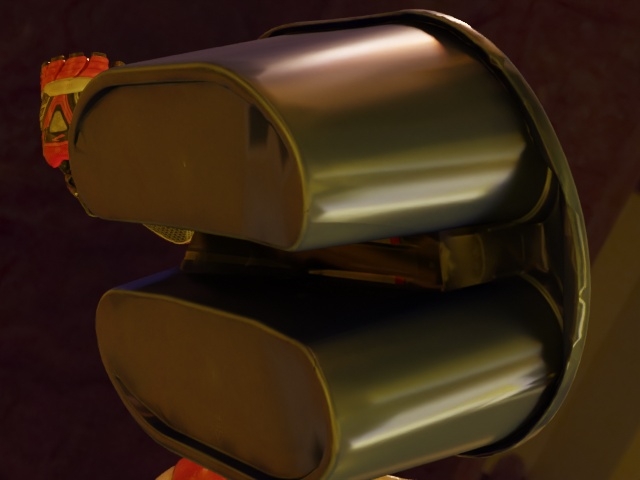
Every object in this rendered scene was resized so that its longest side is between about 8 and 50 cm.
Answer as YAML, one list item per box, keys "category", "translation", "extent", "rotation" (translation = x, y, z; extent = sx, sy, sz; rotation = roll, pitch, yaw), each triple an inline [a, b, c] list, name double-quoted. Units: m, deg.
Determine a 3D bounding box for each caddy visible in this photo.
- category: "caddy"
  translation: [0.000, 0.000, 0.697]
  extent: [0.179, 0.241, 0.341]
  rotation: [-12, -168, -32]

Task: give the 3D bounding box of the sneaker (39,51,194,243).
- category: "sneaker"
  translation: [-0.204, -0.067, 1.286]
  extent: [0.121, 0.112, 0.299]
  rotation: [-9, 152, 19]

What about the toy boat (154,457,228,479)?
- category: "toy boat"
  translation: [-0.036, 0.261, 0.971]
  extent: [0.231, 0.151, 0.151]
  rotation: [58, 178, 9]

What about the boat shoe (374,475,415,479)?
- category: "boat shoe"
  translation: [0.052, 0.206, 0.979]
  extent: [0.100, 0.035, 0.035]
  rotation: [3, -134, 28]
